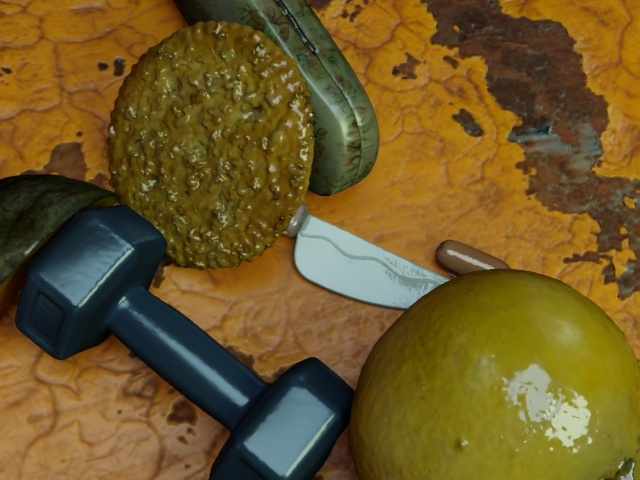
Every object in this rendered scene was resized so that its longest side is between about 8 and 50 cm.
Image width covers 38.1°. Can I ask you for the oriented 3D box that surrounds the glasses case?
[{"bbox_3d":[-0.075,-0.237,0.999,0.098,0.156,0.425,-27,75,-24],"label":"glasses case"}]

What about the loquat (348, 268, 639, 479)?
[{"bbox_3d":[0.165,0.159,0.808,0.275,0.275,0.274,2,69,-5],"label":"loquat"}]

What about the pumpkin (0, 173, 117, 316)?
[{"bbox_3d":[-0.328,-0.003,0.896,0.130,0.149,0.254,42,72,1],"label":"pumpkin"}]

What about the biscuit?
[{"bbox_3d":[-0.117,-0.094,0.931,0.254,0.035,0.254,2,94,29],"label":"biscuit"}]

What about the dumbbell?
[{"bbox_3d":[-0.126,0.111,0.874,0.325,0.144,0.160,37,72,9],"label":"dumbbell"}]

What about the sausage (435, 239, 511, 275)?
[{"bbox_3d":[0.163,0.025,0.993,0.083,0.034,0.034,23,69,4],"label":"sausage"}]

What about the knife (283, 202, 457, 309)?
[{"bbox_3d":[-0.002,0.002,0.983,0.336,0.043,0.081,28,75,3],"label":"knife"}]
